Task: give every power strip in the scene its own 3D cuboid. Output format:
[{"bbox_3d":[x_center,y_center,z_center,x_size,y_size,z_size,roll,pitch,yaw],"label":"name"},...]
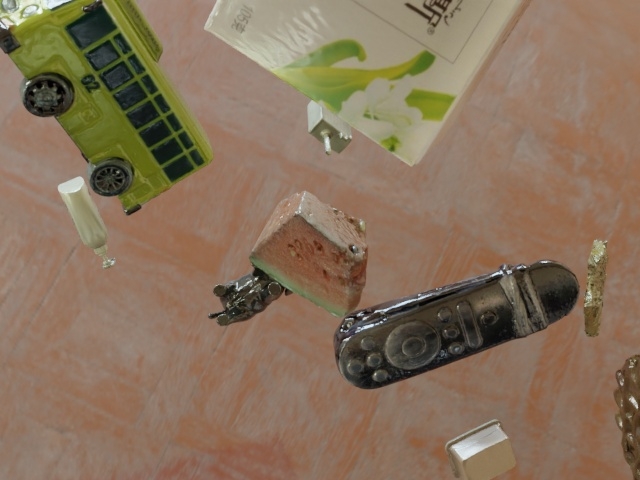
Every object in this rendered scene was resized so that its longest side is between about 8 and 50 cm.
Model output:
[{"bbox_3d":[0.016,-0.199,1.773,0.075,0.042,0.175,34,27,-21],"label":"power strip"}]

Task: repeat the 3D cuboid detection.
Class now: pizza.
[{"bbox_3d":[0.508,0.079,1.841,0.034,0.262,0.181,6,80,18],"label":"pizza"}]

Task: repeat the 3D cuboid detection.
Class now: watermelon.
[{"bbox_3d":[0.000,0.000,1.519,0.193,0.256,0.139,27,72,3],"label":"watermelon"}]

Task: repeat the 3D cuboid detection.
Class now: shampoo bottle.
[{"bbox_3d":[-0.361,-0.021,1.568,0.045,0.077,0.151,-24,111,-12],"label":"shampoo bottle"}]

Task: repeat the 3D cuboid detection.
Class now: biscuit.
[{"bbox_3d":[0.620,0.329,1.778,0.115,0.366,0.268,-12,70,-5],"label":"biscuit"}]

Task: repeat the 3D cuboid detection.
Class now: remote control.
[{"bbox_3d":[0.140,0.080,1.061,0.266,0.090,0.066,-19,31,1],"label":"remote control"}]

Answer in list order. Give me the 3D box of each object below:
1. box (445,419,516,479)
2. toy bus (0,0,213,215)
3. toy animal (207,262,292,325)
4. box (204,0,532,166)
[{"bbox_3d":[0.307,0.405,1.887,0.122,0.062,0.089,-24,115,-10],"label":"box"},{"bbox_3d":[-0.233,-0.172,1.075,0.150,0.262,0.128,-30,42,0],"label":"toy bus"},{"bbox_3d":[-0.089,0.068,1.810,0.270,0.137,0.082,-33,82,4],"label":"toy animal"},{"bbox_3d":[0.065,-0.217,0.724,0.194,0.260,0.111,33,22,7],"label":"box"}]
